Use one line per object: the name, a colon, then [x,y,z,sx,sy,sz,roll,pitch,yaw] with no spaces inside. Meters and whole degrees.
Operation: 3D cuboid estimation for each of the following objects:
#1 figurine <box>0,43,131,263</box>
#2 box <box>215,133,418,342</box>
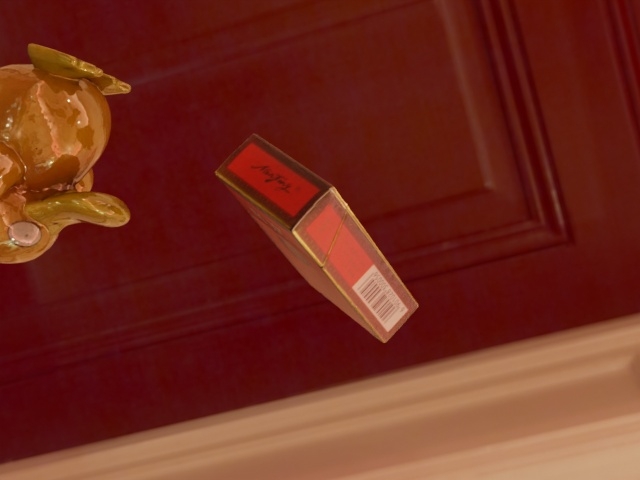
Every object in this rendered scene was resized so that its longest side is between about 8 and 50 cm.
figurine: [-0.311,-0.091,1.216,0.215,0.215,0.228,23,62,-78]
box: [-0.001,0.001,1.234,0.153,0.074,0.240,42,-7,44]
